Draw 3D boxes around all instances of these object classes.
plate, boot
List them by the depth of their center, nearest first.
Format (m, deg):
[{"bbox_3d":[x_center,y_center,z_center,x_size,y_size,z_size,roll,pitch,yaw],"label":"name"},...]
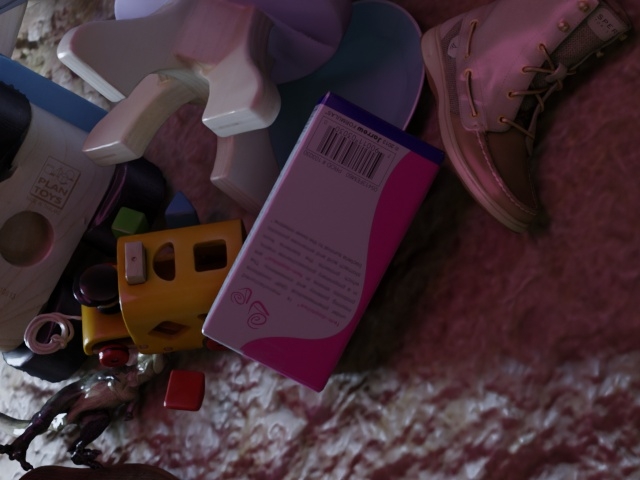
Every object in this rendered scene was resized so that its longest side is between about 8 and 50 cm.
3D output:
[{"bbox_3d":[0.175,-0.126,1.257,0.165,0.077,0.213,-32,52,26],"label":"boot"},{"bbox_3d":[0.027,-0.130,1.433,0.188,0.024,0.188,-20,58,35],"label":"plate"}]

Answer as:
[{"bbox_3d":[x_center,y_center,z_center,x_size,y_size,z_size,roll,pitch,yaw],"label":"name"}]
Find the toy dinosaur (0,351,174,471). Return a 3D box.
[{"bbox_3d":[-0.240,0.169,1.505,0.268,0.064,0.118,-23,26,29],"label":"toy dinosaur"}]

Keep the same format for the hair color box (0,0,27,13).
[{"bbox_3d":[-0.266,-0.370,1.587,0.339,0.185,0.110,-32,41,-21],"label":"hair color box"}]

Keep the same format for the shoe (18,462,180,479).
[{"bbox_3d":[-0.194,0.248,1.452,0.219,0.058,0.076,0,39,39],"label":"shoe"}]

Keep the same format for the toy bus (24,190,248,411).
[{"bbox_3d":[-0.151,0.042,1.415,0.191,0.104,0.202,32,68,23],"label":"toy bus"}]

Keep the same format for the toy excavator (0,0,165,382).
[{"bbox_3d":[-0.348,-0.121,1.674,0.445,0.222,0.433,27,90,55],"label":"toy excavator"}]

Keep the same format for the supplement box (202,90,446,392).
[{"bbox_3d":[0.000,0.000,1.307,0.220,0.111,0.114,-62,4,1],"label":"supplement box"}]

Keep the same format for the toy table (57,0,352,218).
[{"bbox_3d":[-0.104,-0.150,1.399,0.274,0.252,0.161,-22,39,57],"label":"toy table"}]
